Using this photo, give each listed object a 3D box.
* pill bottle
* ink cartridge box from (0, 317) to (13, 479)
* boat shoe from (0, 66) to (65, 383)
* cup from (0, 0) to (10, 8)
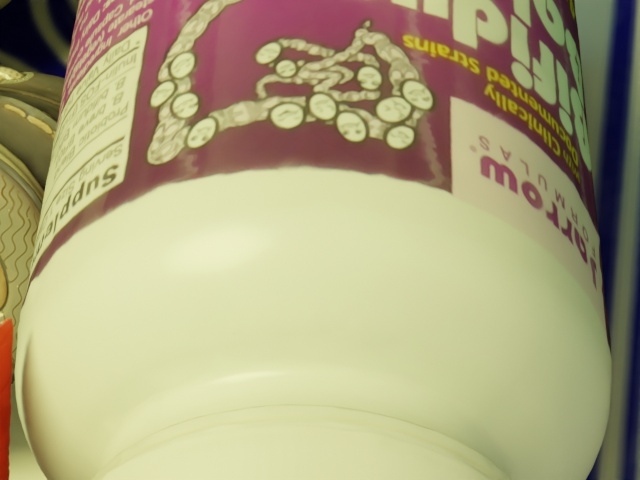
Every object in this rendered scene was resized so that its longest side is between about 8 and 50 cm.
[{"bbox_3d":[0.000,0.000,0.543,0.169,0.169,0.301,-15,46,17],"label":"pill bottle"},{"bbox_3d":[-0.122,0.154,0.422,0.066,0.189,0.232,24,37,21],"label":"ink cartridge box"},{"bbox_3d":[-0.216,0.014,0.706,0.355,0.132,0.130,-6,21,32],"label":"boat shoe"},{"bbox_3d":[-0.279,-0.167,0.786,0.237,0.331,0.331,-50,34,31],"label":"cup"}]
